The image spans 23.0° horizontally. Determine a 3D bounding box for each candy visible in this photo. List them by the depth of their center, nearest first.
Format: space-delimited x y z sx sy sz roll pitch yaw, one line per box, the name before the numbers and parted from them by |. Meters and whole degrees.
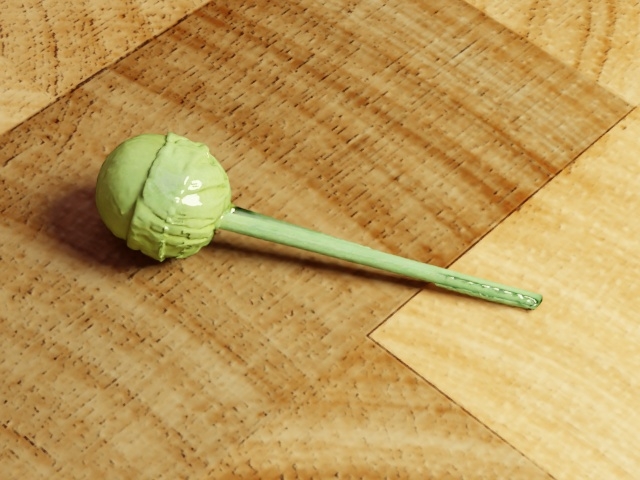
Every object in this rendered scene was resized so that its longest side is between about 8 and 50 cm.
candy | 0.000 0.000 1.144 0.336 0.093 0.092 16 93 -2
